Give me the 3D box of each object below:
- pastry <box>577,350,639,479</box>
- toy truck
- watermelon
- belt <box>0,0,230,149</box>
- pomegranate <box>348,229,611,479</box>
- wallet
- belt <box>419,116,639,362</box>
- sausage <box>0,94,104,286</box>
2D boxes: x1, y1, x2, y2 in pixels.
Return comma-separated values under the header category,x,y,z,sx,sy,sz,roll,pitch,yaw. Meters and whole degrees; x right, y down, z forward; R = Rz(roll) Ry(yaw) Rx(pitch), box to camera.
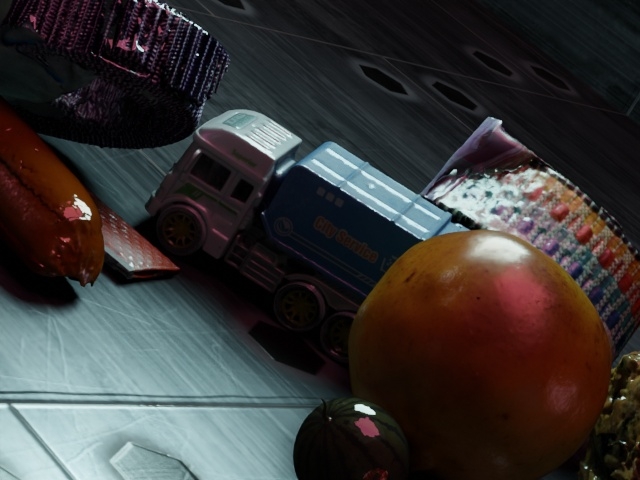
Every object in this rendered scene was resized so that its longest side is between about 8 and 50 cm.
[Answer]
category,x,y,z,sx,sy,sz,roll,pitch,yaw
pastry,0.383,0.245,2.138,0.275,0.193,0.275,50,18,-23
toy truck,0.000,0.000,2.170,0.367,0.175,0.146,31,20,6
watermelon,0.023,0.186,1.791,0.133,0.105,0.105,63,-2,-34
belt,-0.254,-0.188,2.124,0.260,0.122,0.325,23,-16,-29
pomegranate,0.153,0.127,1.971,0.264,0.264,0.264,27,18,-10
wallet,-0.242,-0.022,2.092,0.196,0.020,0.103,38,20,21
belt,0.243,0.020,2.282,0.295,0.207,0.160,43,61,1
sausage,-0.313,-0.069,1.993,0.102,0.102,0.330,10,27,-46
